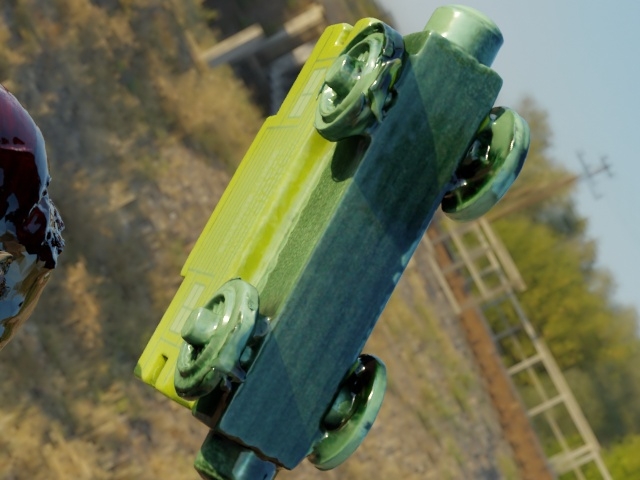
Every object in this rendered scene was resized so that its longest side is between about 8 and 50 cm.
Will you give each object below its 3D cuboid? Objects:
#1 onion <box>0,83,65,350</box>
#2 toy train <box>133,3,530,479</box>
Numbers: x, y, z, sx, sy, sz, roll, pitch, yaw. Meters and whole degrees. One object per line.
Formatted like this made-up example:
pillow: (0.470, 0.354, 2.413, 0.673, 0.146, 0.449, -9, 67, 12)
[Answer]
onion: (-0.339, 0.008, 1.147, 0.232, 0.314, 0.314, 41, -10, 39)
toy train: (0.000, 0.000, 1.247, 0.179, 0.442, 0.272, 32, -8, -19)
